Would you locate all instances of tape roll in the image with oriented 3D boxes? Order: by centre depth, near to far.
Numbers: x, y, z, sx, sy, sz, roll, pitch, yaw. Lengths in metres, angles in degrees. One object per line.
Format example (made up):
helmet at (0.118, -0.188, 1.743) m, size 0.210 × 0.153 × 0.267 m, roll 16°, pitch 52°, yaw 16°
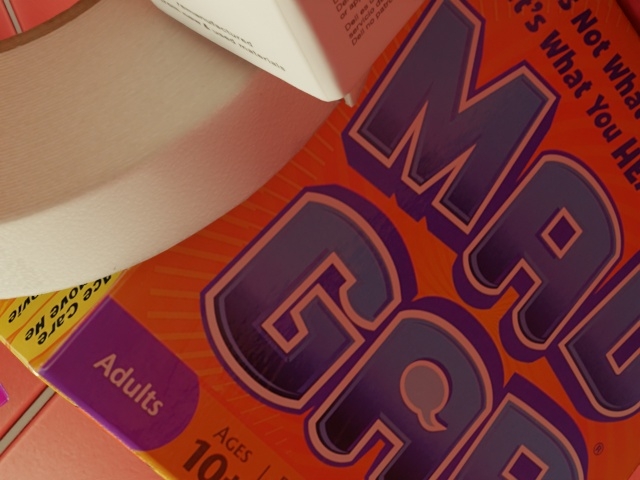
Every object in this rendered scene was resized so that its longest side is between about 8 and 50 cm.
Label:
tape roll at (-0.149, -0.157, 0.632) m, size 0.392 × 0.392 × 0.072 m, roll 35°, pitch 168°, yaw 28°

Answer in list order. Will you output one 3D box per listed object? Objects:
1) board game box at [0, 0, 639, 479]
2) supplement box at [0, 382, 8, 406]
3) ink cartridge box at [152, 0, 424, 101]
board game box at (0.000, 0.000, 0.828) m, size 0.356 × 0.356 × 0.356 m, roll 47°, pitch 168°, yaw -30°
supplement box at (-0.301, 0.031, 0.758) m, size 0.114 × 0.111 × 0.220 m, roll 30°, pitch 150°, yaw 54°
ink cartridge box at (-0.012, -0.214, 0.416) m, size 0.117 × 0.201 × 0.278 m, roll 32°, pitch 167°, yaw 30°
